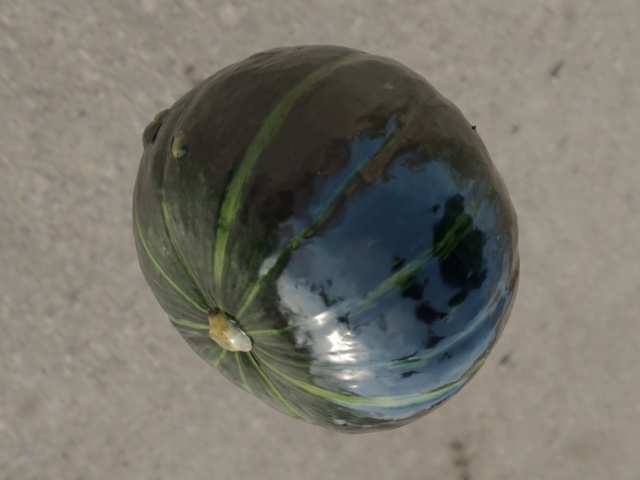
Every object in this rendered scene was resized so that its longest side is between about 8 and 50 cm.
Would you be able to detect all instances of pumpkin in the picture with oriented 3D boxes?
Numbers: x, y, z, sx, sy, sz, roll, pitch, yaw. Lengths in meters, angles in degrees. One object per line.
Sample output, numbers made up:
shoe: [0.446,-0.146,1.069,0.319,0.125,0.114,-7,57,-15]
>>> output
pumpkin: [0.000,0.000,1.429,0.241,0.323,0.323,-48,151,-35]
